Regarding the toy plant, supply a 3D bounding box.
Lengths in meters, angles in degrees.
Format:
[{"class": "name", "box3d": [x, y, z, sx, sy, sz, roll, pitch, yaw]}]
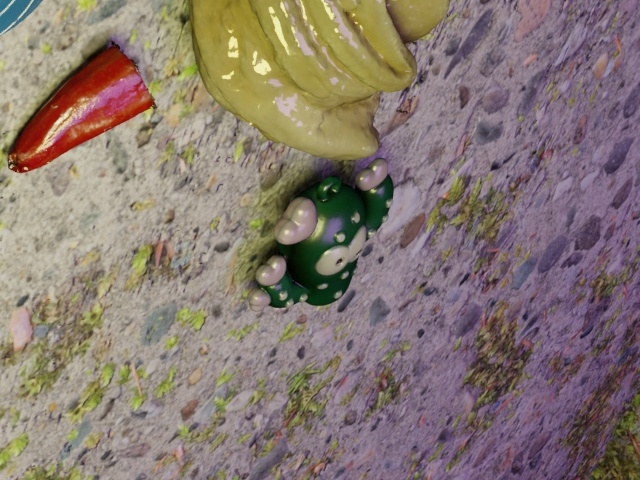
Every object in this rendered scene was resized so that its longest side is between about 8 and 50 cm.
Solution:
[{"class": "toy plant", "box3d": [0.004, -0.003, 1.750, 0.232, 0.112, 0.243, -20, 142, -48]}]

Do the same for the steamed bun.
[{"class": "steamed bun", "box3d": [0.022, -0.264, 1.417, 0.325, 0.230, 0.372, -10, 127, -52]}]

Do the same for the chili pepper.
[{"class": "chili pepper", "box3d": [-0.262, -0.126, 1.341, 0.169, 0.065, 0.088, -38, 130, -14]}]

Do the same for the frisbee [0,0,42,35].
[{"class": "frisbee", "box3d": [-0.312, -0.276, 1.140, 0.242, 0.045, 0.242, -34, 144, -30]}]
